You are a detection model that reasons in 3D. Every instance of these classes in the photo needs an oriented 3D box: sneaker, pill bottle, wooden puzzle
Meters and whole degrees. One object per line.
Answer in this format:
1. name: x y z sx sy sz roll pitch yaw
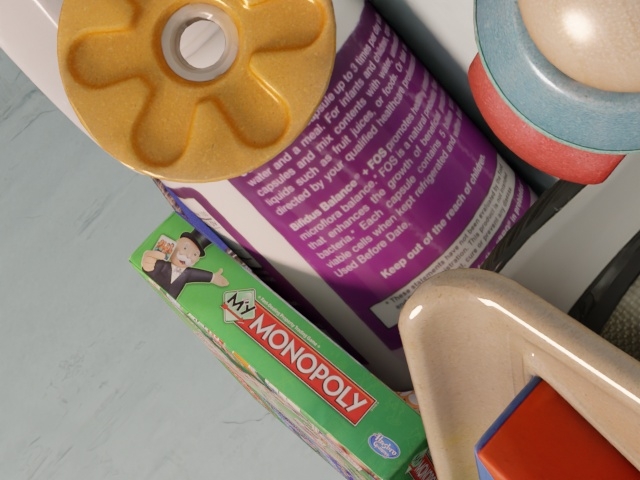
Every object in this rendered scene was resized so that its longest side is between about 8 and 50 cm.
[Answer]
1. sneaker: 0.210 0.128 0.753 0.257 0.169 0.447 43 170 18
2. pill bottle: -0.003 -0.060 0.832 0.301 0.169 0.169 46 172 -22
3. wooden puzzle: 0.188 0.186 0.616 0.348 0.080 0.322 30 158 26

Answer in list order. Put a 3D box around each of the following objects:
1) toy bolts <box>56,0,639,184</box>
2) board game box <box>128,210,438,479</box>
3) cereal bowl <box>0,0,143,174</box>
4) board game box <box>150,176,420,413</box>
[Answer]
1. toy bolts: 0.019 -0.091 0.410 0.228 0.218 0.158 35 -175 7
2. board game box: 0.004 0.114 0.912 0.213 0.046 0.317 39 171 22
3. cereal bowl: -0.188 -0.215 0.982 0.339 0.141 0.339 46 169 11
4. board game box: 0.000 0.000 1.121 0.291 0.141 0.232 49 180 -41
